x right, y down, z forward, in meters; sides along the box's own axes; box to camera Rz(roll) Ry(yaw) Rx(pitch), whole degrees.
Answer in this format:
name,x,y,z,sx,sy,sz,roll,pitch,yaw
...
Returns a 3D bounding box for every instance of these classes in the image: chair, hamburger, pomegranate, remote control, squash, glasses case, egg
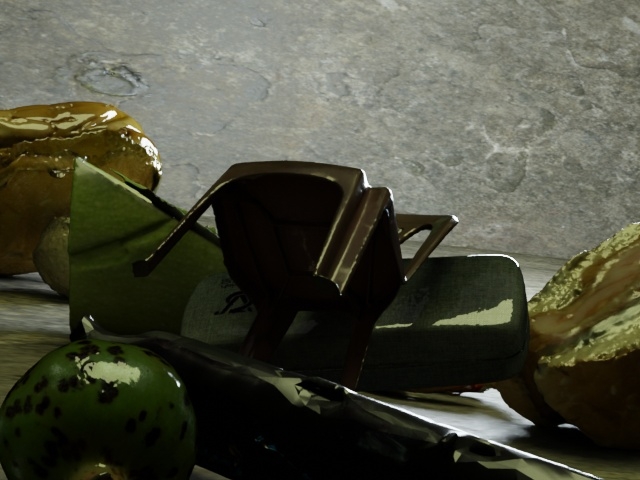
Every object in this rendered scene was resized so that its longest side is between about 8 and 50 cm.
name,x,y,z,sx,sy,sz,roll,pitch,yaw
chair,0.000,0.000,1.124,0.176,0.183,0.326,3,37,19
hamburger,-0.358,-0.077,1.745,0.319,0.158,0.318,-21,-23,-9
pomegranate,-0.130,0.126,0.764,0.122,0.122,0.161,8,28,-10
remote control,0.001,0.137,0.824,0.399,0.062,0.144,15,-34,33
squash,-0.109,0.021,1.414,0.309,0.210,0.233,2,0,-7
hamburger,0.336,0.108,1.314,0.330,0.209,0.162,-35,38,-25
glasses case,0.032,0.079,1.230,0.323,0.074,0.131,-4,32,10
egg,-0.304,0.019,1.676,0.118,0.116,0.140,5,-23,18

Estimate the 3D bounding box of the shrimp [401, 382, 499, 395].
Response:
name,x,y,z,sx,sy,sz,roll,pitch,yaw
shrimp,0.120,0.136,1.395,0.236,0.053,0.133,6,2,11
